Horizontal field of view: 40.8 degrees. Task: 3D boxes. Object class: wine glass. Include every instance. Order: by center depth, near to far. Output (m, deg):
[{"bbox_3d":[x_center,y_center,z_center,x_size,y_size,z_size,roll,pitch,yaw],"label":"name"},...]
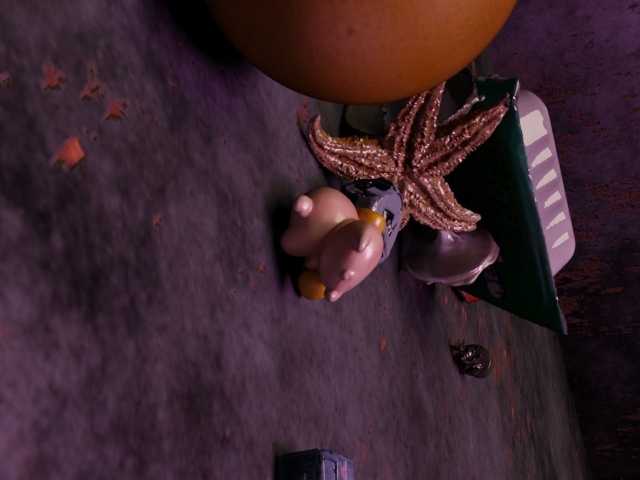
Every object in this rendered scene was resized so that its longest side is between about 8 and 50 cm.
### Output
[{"bbox_3d":[0.127,-0.068,0.995,0.156,0.156,0.232,-76,153,-51],"label":"wine glass"}]

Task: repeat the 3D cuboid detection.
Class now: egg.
[{"bbox_3d":[0.028,-0.243,0.635,0.322,0.250,0.250,-93,161,-47],"label":"egg"}]

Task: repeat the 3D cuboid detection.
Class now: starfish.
[{"bbox_3d":[0.085,-0.078,0.862,0.240,0.227,0.043,19,27,-33],"label":"starfish"}]

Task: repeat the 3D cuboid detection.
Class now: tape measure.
[{"bbox_3d":[0.041,-0.017,0.814,0.094,0.054,0.091,1,107,-64],"label":"tape measure"}]

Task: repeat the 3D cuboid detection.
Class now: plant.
[{"bbox_3d":[0.225,0.175,1.275,0.102,0.051,0.051,38,44,-56],"label":"plant"}]

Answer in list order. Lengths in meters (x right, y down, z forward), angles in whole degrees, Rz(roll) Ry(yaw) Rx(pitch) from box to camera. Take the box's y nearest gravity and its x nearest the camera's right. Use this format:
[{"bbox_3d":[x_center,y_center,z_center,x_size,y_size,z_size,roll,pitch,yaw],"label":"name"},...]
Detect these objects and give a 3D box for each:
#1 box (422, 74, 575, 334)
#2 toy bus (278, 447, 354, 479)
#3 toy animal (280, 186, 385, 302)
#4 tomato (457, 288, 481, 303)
[{"bbox_3d":[0.224,-0.074,1.106,0.264,0.106,0.337,27,-38,57],"label":"box"},{"bbox_3d":[0.000,0.231,0.594,0.065,0.047,0.166,42,39,-53],"label":"toy bus"},{"bbox_3d":[0.000,0.000,0.700,0.082,0.091,0.114,44,15,-12],"label":"toy animal"},{"bbox_3d":[0.299,-0.046,1.432,0.335,0.176,0.290,17,66,-70],"label":"tomato"}]
